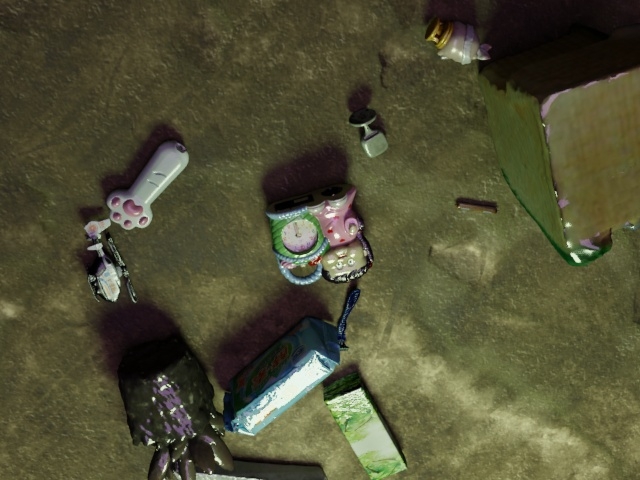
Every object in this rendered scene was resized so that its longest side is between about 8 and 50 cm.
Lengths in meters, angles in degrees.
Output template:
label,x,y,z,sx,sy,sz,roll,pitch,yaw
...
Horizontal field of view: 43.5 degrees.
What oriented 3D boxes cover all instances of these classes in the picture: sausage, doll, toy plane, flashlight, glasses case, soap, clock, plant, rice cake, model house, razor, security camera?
label,x,y,z,sx,sy,sz,roll,pitch,yaw
sausage,0.325,-0.067,1.668,0.100,0.015,0.015,7,113,-13
doll,0.255,-0.362,1.494,0.127,0.073,0.084,22,142,-15
toy plane,-0.422,0.049,1.571,0.078,0.053,0.197,-18,118,-11
flashlight,-0.322,-0.104,1.515,0.093,0.047,0.200,37,104,-23
glasses case,0.104,0.429,1.835,0.095,0.062,0.272,-23,116,8
soap,-0.087,0.285,1.681,0.293,0.156,0.077,-41,113,9
clock,0.000,0.000,1.597,0.194,0.100,0.196,-17,114,2
plant,-0.301,0.368,1.679,0.181,0.194,0.321,-10,112,8
rice cake,-0.157,0.543,1.834,0.364,0.073,0.056,8,116,-14
model house,0.509,-0.215,1.430,0.342,0.382,0.335,-21,117,2
razor,0.056,0.167,1.720,0.044,0.028,0.155,1,115,-32
security camera,0.094,-0.204,1.550,0.058,0.058,0.092,-22,128,1
